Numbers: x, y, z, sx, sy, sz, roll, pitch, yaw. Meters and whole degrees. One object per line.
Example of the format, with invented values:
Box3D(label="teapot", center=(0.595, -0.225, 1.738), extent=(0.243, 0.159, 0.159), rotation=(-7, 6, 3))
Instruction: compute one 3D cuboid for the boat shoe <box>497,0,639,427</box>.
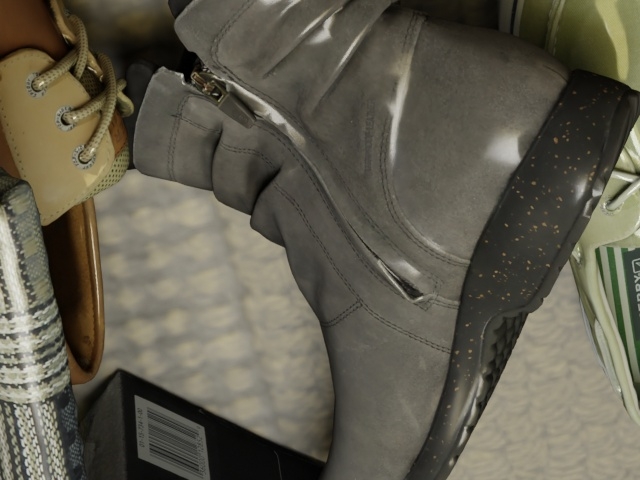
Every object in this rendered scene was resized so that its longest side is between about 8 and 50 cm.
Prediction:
Box3D(label="boat shoe", center=(0.164, -0.033, 0.989), extent=(0.109, 0.094, 0.302), rotation=(-17, 123, 3))

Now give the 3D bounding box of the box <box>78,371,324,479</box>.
Box3D(label="box", center=(-0.074, 0.216, 1.024), extent=(0.163, 0.247, 0.142), rotation=(27, 114, -22))

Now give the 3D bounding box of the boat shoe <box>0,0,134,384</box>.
Box3D(label="boat shoe", center=(-0.143, -0.060, 0.906), extent=(0.120, 0.122, 0.324), rotation=(11, 131, 7))

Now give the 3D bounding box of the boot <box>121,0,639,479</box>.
Box3D(label="boot", center=(0.000, 0.000, 0.975), extent=(0.222, 0.118, 0.338), rotation=(27, 127, 5))

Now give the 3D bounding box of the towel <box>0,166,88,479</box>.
Box3D(label="towel", center=(-0.204, 0.077, 0.879), extent=(0.056, 0.324, 0.312), rotation=(-25, 122, -33))
